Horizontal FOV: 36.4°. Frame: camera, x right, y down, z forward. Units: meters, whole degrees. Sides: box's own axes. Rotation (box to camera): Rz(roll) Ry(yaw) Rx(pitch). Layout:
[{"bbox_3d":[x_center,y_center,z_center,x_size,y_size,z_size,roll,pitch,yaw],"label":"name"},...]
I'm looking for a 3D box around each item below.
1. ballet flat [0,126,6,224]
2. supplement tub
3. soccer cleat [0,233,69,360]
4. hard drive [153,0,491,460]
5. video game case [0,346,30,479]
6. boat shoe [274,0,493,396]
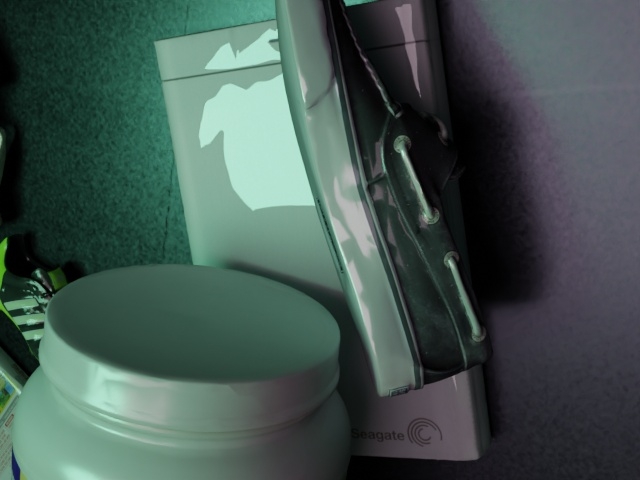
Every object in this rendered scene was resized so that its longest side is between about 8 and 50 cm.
[{"bbox_3d":[-0.334,-0.121,0.903,0.086,0.086,0.248,7,108,24],"label":"ballet flat"},{"bbox_3d":[-0.107,0.207,0.723,0.241,0.241,0.331,15,110,22],"label":"supplement tub"},{"bbox_3d":[-0.251,0.068,0.915,0.179,0.060,0.072,42,116,14],"label":"soccer cleat"},{"bbox_3d":[0.000,0.000,0.780,0.233,0.047,0.353,-3,102,27],"label":"hard drive"},{"bbox_3d":[-0.372,0.206,1.029,0.206,0.026,0.227,44,118,10],"label":"video game case"},{"bbox_3d":[0.046,-0.047,0.664,0.102,0.108,0.301,-17,92,-4],"label":"boat shoe"}]
